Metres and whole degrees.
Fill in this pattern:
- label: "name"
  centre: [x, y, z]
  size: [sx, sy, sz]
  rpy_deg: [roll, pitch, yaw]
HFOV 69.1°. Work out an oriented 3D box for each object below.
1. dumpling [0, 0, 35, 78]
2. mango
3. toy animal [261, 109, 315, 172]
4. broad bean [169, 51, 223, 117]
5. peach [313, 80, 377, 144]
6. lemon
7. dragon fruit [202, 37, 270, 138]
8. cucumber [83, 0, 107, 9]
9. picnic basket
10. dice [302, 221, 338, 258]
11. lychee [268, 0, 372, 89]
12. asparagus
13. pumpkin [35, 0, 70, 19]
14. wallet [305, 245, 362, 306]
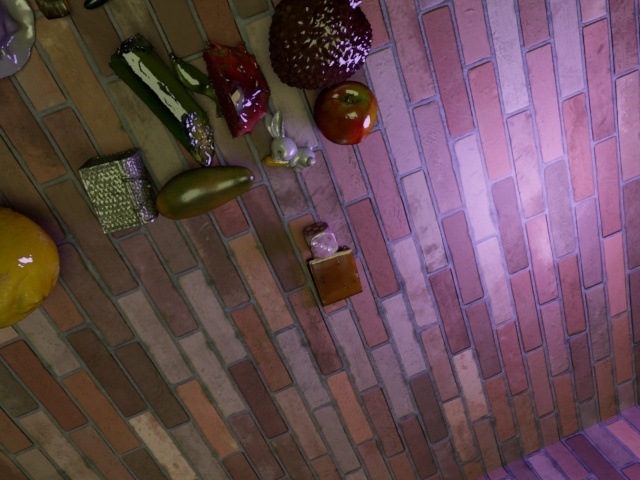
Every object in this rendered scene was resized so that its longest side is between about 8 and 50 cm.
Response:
- label: "dumpling"
  centre: [-0.807, -0.513, 1.085]
  size: [0.205, 0.163, 0.293]
  rpy_deg: [26, 92, -16]
- label: "mango"
  centre: [-0.333, -0.146, 1.347]
  size: [0.289, 0.146, 0.129]
  rpy_deg: [-16, 74, -11]
- label: "toy animal"
  centre: [-0.110, -0.284, 1.383]
  size: [0.182, 0.131, 0.127]
  rpy_deg: [30, 71, -29]
- label: "broad bean"
  centre: [-0.332, -0.430, 1.282]
  size: [0.070, 0.048, 0.213]
  rpy_deg: [-43, 117, 6]
- label: "peach"
  centre: [0.068, -0.359, 1.329]
  size: [0.197, 0.197, 0.197]
  rpy_deg: [-4, 113, -11]
- label: "lemon"
  centre: [-0.876, 0.066, 1.216]
  size: [0.348, 0.348, 0.347]
  rpy_deg: [-4, 113, -11]
- label: "dragon fruit"
  centre: [-0.196, -0.416, 1.253]
  size: [0.161, 0.126, 0.274]
  rpy_deg: [-30, 123, -22]
- label: "cucumber"
  centre: [-0.539, -0.621, 1.167]
  size: [0.133, 0.032, 0.032]
  rpy_deg: [-36, 115, 2]
- label: "picnic basket"
  centre: [-0.552, -0.143, 1.305]
  size: [0.154, 0.134, 0.196]
  rpy_deg: [-13, 114, -4]
- label: "dice"
  centre: [0.000, 0.000, 1.507]
  size: [0.091, 0.094, 0.093]
  rpy_deg: [-23, 113, -2]
- label: "lychee"
  centre: [-0.005, -0.528, 1.195]
  size: [0.276, 0.275, 0.304]
  rpy_deg: [38, 117, -23]
- label: "asparagus"
  centre: [-0.398, -0.364, 1.262]
  size: [0.128, 0.108, 0.382]
  rpy_deg: [-30, 118, 17]
- label: "pumpkin"
  centre: [-0.669, -0.602, 1.147]
  size: [0.073, 0.035, 0.101]
  rpy_deg: [-13, 118, 5]
- label: "wallet"
  centre: [0.052, 0.122, 1.601]
  size: [0.161, 0.042, 0.195]
  rpy_deg: [-19, 117, 1]
